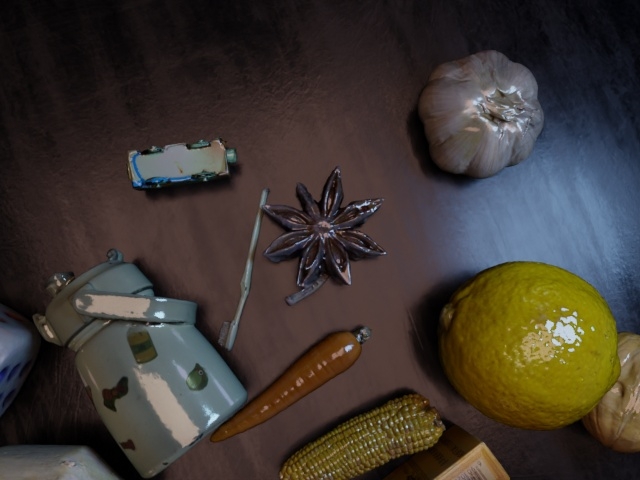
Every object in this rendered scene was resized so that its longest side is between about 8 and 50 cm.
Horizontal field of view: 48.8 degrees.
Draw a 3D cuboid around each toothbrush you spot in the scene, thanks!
[{"bbox_3d":[-0.128,0.049,1.234,0.028,0.026,0.294,15,85,14],"label":"toothbrush"}]

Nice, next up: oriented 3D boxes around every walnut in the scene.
[{"bbox_3d":[0.518,0.256,1.183,0.165,0.165,0.197,20,85,-1],"label":"walnut"}]

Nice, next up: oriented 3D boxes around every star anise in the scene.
[{"bbox_3d":[-0.001,0.000,1.216,0.230,0.081,0.262,20,73,-1],"label":"star anise"}]

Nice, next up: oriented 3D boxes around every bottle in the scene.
[{"bbox_3d":[-0.288,0.172,1.131,0.229,0.229,0.351,-36,84,-5],"label":"bottle"}]

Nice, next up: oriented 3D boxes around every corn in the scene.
[{"bbox_3d":[0.065,0.350,1.184,0.292,0.101,0.101,-27,87,-1],"label":"corn"}]

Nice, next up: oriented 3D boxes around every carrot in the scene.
[{"bbox_3d":[-0.050,0.249,1.203,0.336,0.069,0.069,-36,88,-2],"label":"carrot"}]

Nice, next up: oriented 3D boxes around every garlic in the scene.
[{"bbox_3d":[0.280,-0.219,1.215,0.228,0.152,0.227,0,86,3],"label":"garlic"}]

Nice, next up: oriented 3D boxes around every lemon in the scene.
[{"bbox_3d":[0.330,0.165,1.128,0.293,0.293,0.293,0,85,-3],"label":"lemon"}]

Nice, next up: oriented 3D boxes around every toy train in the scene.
[{"bbox_3d":[-0.235,-0.129,1.209,0.188,0.099,0.072,-9,88,-4],"label":"toy train"}]

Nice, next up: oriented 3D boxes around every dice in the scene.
[{"bbox_3d":[-0.579,0.187,1.117,0.192,0.193,0.194,27,83,-1],"label":"dice"}]

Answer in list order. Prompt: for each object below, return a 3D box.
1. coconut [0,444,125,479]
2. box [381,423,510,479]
[{"bbox_3d":[-0.447,0.475,1.044,0.353,0.352,0.352,0,85,-3],"label":"coconut"},{"bbox_3d":[0.154,0.419,1.141,0.274,0.174,0.076,-36,87,-6],"label":"box"}]
